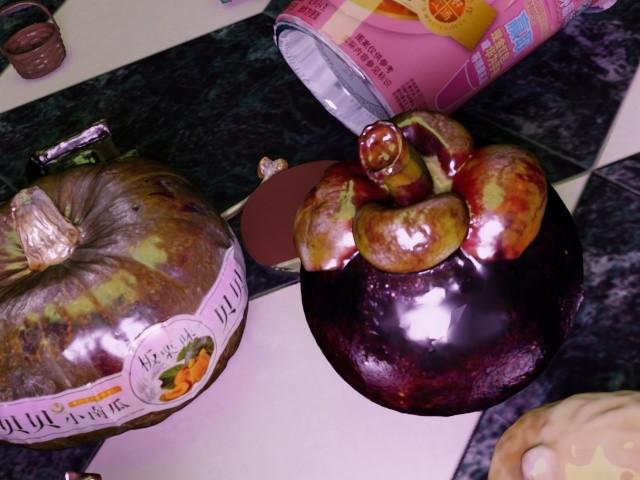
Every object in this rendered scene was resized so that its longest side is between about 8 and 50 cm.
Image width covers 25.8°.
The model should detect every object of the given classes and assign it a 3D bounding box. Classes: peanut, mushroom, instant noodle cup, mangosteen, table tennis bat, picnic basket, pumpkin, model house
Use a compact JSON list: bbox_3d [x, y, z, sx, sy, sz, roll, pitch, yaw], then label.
[{"bbox_3d":[0.182,0.155,0.862,0.159,0.109,0.140,-1,53,7],"label":"peanut"},{"bbox_3d":[-0.146,0.007,1.260,0.286,0.026,0.028,-35,25,-12],"label":"mushroom"},{"bbox_3d":[0.103,-0.216,1.250,0.255,0.244,0.244,-44,43,-11],"label":"instant noodle cup"},{"bbox_3d":[0.077,0.002,0.975,0.211,0.250,0.211,-11,47,12],"label":"mangosteen"},{"bbox_3d":[0.000,0.000,1.194,0.130,0.019,0.220,-18,39,1],"label":"table tennis bat"},{"bbox_3d":[-0.328,-0.230,1.566,0.072,0.083,0.072,-14,41,12],"label":"picnic basket"},{"bbox_3d":[-0.190,0.036,1.113,0.260,0.189,0.260,-14,38,11],"label":"pumpkin"},{"bbox_3d":[-0.246,-0.044,1.296,0.165,0.106,0.152,-25,41,-10],"label":"model house"}]

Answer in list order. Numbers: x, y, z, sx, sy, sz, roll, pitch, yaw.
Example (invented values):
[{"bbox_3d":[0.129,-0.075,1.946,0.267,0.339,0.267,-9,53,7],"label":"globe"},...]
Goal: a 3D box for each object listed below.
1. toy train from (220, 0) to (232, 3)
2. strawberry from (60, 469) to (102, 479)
[{"bbox_3d":[-0.040,-0.324,1.537,0.200,0.083,0.132,10,46,33],"label":"toy train"},{"bbox_3d":[-0.124,0.285,0.769,0.261,0.261,0.257,-33,33,-12],"label":"strawberry"}]
